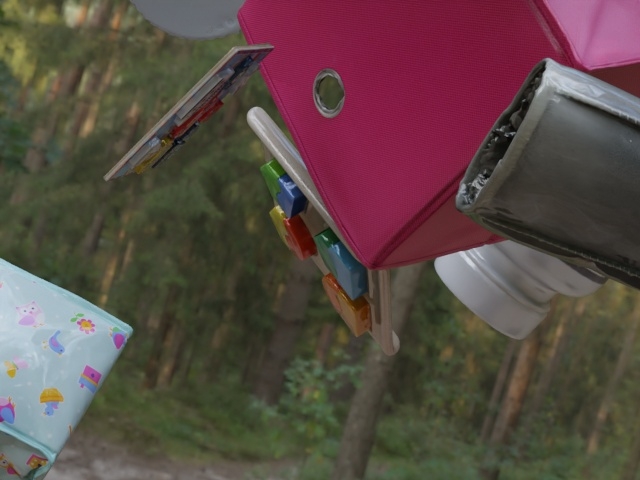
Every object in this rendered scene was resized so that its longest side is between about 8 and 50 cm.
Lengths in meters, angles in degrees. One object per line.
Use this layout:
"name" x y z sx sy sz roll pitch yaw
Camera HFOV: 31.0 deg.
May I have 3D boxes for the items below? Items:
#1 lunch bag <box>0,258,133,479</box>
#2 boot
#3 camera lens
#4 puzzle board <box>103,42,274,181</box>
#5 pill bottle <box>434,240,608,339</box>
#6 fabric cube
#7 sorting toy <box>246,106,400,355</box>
"lunch bag" -0.402 0.148 1.402 0.262 0.223 0.160 31 -40 -6
"boot" 0.157 0.015 0.494 0.209 0.076 0.189 13 -33 -2
"camera lens" -0.171 -0.415 1.567 0.219 0.219 0.274 15 28 -17
"puzzle board" -0.088 -0.088 0.796 0.011 0.128 0.096 47 16 -1
"pill bottle" 0.268 -0.053 1.212 0.176 0.318 0.176 36 16 -12
"fabric cube" 0.136 -0.162 0.869 0.259 0.254 0.258 -13 -21 -37
"sorting toy" 0.000 0.000 1.033 0.193 0.038 0.208 52 -10 26
